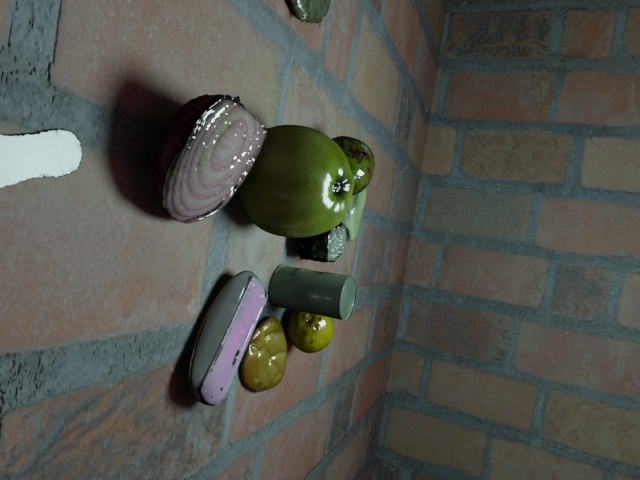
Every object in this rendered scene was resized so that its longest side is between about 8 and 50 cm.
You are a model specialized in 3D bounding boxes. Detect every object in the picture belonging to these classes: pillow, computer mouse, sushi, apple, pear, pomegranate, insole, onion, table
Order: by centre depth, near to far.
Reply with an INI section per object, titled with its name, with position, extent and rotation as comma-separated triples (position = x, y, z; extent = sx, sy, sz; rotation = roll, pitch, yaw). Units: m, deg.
[insole]
position = -0.405, -0.100, 0.575
extent = 0.253, 0.005, 0.086
rotation = -28, 125, -62
[onion]
position = -0.229, -0.160, 0.866
extent = 0.248, 0.111, 0.250
rotation = -57, 168, 2
[computer mouse]
position = -0.216, 0.218, 1.070
extent = 0.158, 0.071, 0.311
rotation = 66, 39, -55
[apple]
position = -0.063, -0.139, 1.091
extent = 0.279, 0.279, 0.279
rotation = 9, 90, -68
[pillow]
position = -0.027, -0.619, 1.230
extent = 0.241, 0.051, 0.093
rotation = -40, 129, -60
[table]
position = -0.023, 0.145, 1.316
extent = 0.126, 0.219, 0.127
rotation = 8, 90, -66
[pomegranate]
position = 0.049, -0.236, 1.401
extent = 0.247, 0.202, 0.202
rotation = 31, 67, -38
[sushi]
position = 0.000, 0.000, 1.437
extent = 0.225, 0.127, 0.124
rotation = -30, 126, -72
[pear]
position = -0.031, 0.273, 1.445
extent = 0.162, 0.148, 0.149
rotation = 76, 32, -52

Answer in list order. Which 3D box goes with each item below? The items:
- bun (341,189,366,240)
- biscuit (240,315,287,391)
[bun]
position = 0.090, -0.107, 1.646
extent = 0.221, 0.108, 0.221
rotation = 10, 90, -76
[biscuit]
position = -0.149, 0.332, 1.317
extent = 0.260, 0.041, 0.203
rotation = 73, 34, -45
